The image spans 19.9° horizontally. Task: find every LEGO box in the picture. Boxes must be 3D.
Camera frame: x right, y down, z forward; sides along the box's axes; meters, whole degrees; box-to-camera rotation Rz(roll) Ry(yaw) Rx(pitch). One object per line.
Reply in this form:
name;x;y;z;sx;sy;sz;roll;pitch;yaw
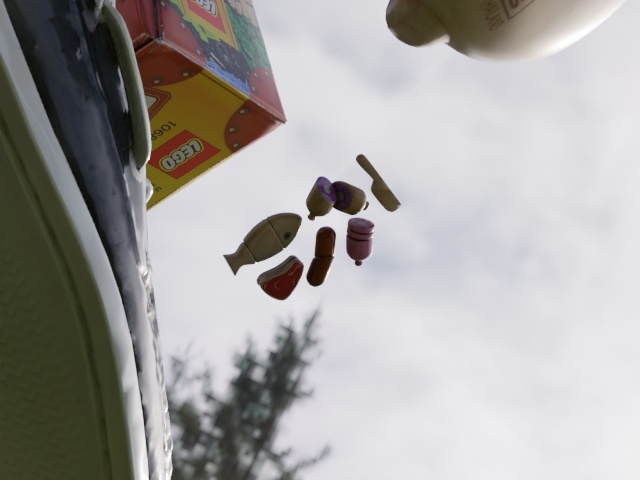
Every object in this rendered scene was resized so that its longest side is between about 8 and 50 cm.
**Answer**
LEGO box;-0.318;-0.163;1.728;0.500;0.372;0.193;-30;-35;22

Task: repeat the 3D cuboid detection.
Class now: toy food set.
toy food set;0.000;0.000;1.260;0.078;0.122;0.019;51;-3;-36

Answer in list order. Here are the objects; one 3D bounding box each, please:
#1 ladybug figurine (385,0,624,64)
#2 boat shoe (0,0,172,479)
ladybug figurine;0.144;-0.309;1.152;0.162;0.449;0.305;18;-25;36
boat shoe;-0.098;-0.033;0.586;0.114;0.091;0.302;0;-69;33
